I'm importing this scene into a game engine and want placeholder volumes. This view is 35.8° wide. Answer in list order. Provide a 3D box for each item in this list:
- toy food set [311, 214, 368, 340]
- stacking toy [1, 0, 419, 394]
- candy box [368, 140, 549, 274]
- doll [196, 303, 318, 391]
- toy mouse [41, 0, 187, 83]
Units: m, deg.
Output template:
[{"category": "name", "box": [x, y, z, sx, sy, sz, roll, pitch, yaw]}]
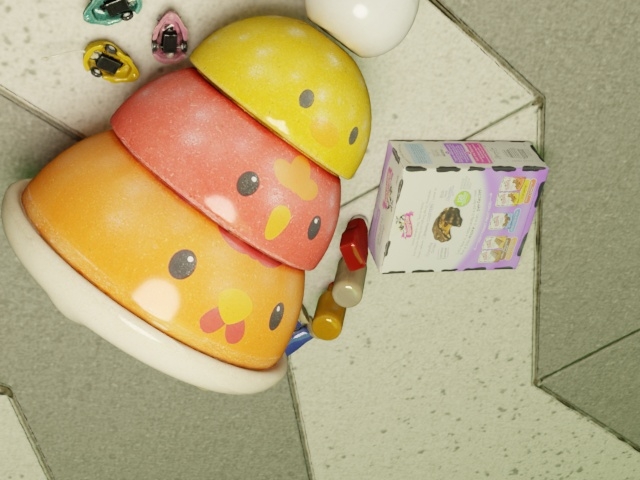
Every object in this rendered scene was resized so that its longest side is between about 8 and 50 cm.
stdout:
[{"category": "toy food set", "box": [0.000, 0.000, 1.259, 0.111, 0.104, 0.232, -21, 113, 18]}, {"category": "stacking toy", "box": [-0.069, -0.115, 1.030, 0.351, 0.350, 0.480, 30, 100, -33]}, {"category": "candy box", "box": [0.172, -0.043, 1.269, 0.196, 0.070, 0.165, -1, 128, -16]}, {"category": "doll", "box": [-0.092, 0.158, 1.367, 0.189, 0.046, 0.129, -29, 128, 7]}, {"category": "toy mouse", "box": [-0.191, -0.229, 1.041, 0.161, 0.031, 0.143, 16, 125, -29]}]
